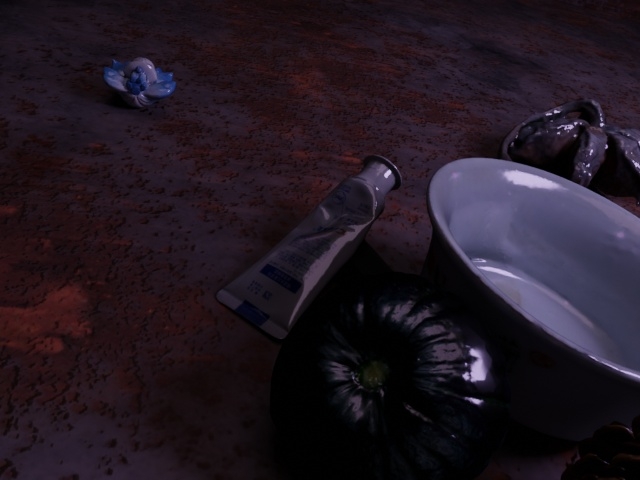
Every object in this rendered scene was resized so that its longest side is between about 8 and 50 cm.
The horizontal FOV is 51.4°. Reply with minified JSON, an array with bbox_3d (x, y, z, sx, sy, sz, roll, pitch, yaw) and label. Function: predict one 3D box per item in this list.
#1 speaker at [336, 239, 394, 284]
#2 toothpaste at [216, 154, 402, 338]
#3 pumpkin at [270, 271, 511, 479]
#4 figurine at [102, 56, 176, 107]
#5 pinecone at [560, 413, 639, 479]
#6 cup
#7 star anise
[{"bbox_3d":[0.048,0.036,0.800,0.046,0.040,0.191,-9,42,-32],"label":"speaker"},{"bbox_3d":[0.000,0.000,0.773,0.096,0.061,0.266,28,58,25],"label":"toothpaste"},{"bbox_3d":[0.057,0.124,0.563,0.202,0.202,0.140,37,-5,27],"label":"pumpkin"},{"bbox_3d":[-0.280,-0.253,1.035,0.114,0.079,0.114,6,37,-4],"label":"figurine"},{"bbox_3d":[0.264,0.224,0.521,0.173,0.174,0.174,11,34,-8],"label":"pinecone"},{"bbox_3d":[0.241,0.073,0.706,0.347,0.163,0.347,16,35,-11],"label":"cup"},{"bbox_3d":[0.477,-0.164,1.180,0.315,0.139,0.359,15,33,9],"label":"star anise"}]
